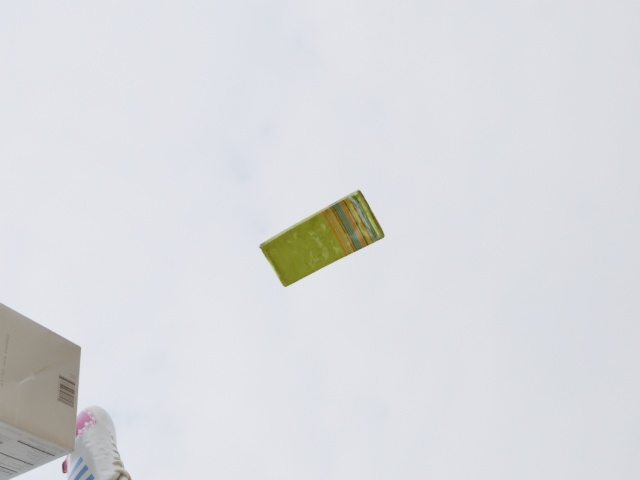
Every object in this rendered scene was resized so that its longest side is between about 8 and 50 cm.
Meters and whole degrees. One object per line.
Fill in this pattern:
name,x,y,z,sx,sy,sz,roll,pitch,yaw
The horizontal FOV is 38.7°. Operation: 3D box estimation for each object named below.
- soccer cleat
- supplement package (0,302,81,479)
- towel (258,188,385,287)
soccer cleat,-0.361,0.399,1.512,0.331,0.143,0.116,-91,-22,-55
supplement package,-0.552,0.261,1.459,0.198,0.263,0.199,41,-149,-43
towel,0.000,0.000,1.712,0.102,0.237,0.021,60,-156,-4
